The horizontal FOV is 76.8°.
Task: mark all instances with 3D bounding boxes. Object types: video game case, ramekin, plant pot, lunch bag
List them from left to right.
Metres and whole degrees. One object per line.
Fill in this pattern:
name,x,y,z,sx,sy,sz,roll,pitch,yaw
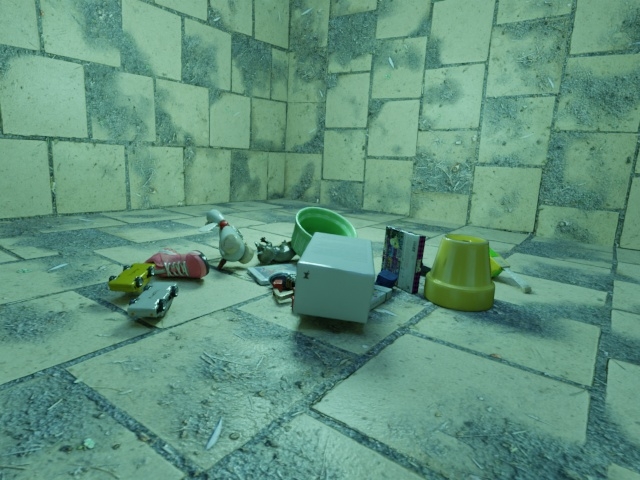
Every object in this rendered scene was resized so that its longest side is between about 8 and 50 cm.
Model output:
video game case,-0.182,0.138,1.677,0.201,0.023,0.183,-3,14,-28
ramekin,0.008,-0.012,1.899,0.303,0.148,0.303,16,33,-11
lunch bag,0.254,0.163,1.584,0.067,0.065,0.098,27,21,26
video game case,0.327,0.072,1.629,0.042,0.232,0.210,-1,12,-29
plant pot,0.526,0.108,1.504,0.254,0.239,0.254,4,13,-1

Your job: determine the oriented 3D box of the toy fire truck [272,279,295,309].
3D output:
toy fire truck,-0.104,0.190,1.402,0.135,0.047,0.192,2,13,-2

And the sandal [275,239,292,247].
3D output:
sandal,-0.132,0.020,2.083,0.240,0.088,0.079,-9,22,-27

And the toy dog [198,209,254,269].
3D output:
toy dog,-0.438,0.009,1.793,0.161,0.220,0.334,-43,33,-3

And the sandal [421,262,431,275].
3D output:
sandal,0.444,0.107,1.910,0.097,0.054,0.254,-3,14,-26

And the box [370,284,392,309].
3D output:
box,0.154,0.198,1.460,0.145,0.038,0.186,12,16,33

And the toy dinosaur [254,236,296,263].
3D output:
toy dinosaur,-0.197,0.057,1.909,0.313,0.121,0.160,8,24,-37

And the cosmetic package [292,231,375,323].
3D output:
cosmetic package,0.058,0.104,1.374,0.230,0.161,0.453,8,13,5

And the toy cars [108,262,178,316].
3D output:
toy cars,-0.568,0.171,1.299,0.176,0.087,0.394,-13,23,-38

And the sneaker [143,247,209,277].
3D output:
sneaker,-0.567,0.109,1.575,0.314,0.116,0.136,3,20,32

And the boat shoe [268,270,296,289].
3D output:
boat shoe,-0.106,0.157,1.509,0.183,0.065,0.083,4,11,-3

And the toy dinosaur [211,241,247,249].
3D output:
toy dinosaur,-0.424,0.045,1.998,0.112,0.064,0.211,-10,-5,30

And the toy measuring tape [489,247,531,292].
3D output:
toy measuring tape,0.789,0.148,1.792,0.121,0.121,0.330,-2,36,-22
